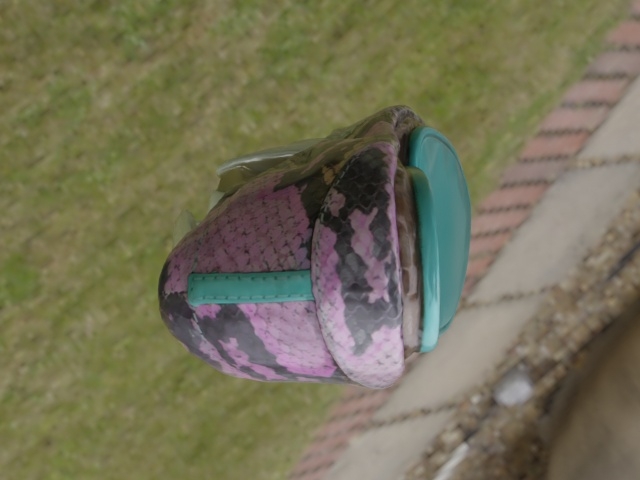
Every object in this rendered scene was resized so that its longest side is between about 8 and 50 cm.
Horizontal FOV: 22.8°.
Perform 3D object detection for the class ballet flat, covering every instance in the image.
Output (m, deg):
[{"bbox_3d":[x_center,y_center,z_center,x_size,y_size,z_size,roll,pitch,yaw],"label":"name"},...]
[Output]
[{"bbox_3d":[0.000,0.000,0.447,0.079,0.077,0.221,0,-176,8],"label":"ballet flat"}]
